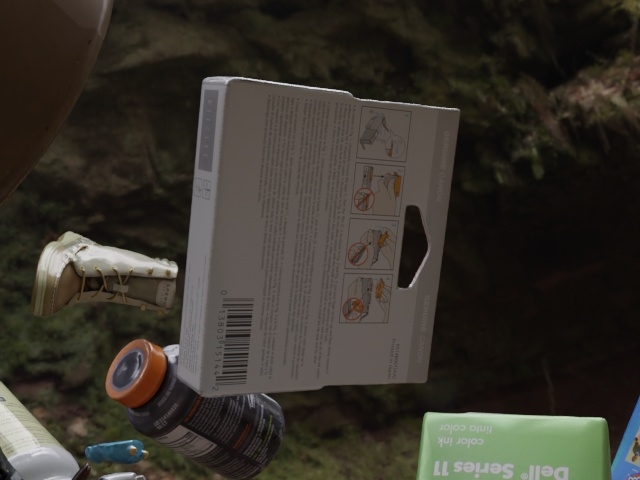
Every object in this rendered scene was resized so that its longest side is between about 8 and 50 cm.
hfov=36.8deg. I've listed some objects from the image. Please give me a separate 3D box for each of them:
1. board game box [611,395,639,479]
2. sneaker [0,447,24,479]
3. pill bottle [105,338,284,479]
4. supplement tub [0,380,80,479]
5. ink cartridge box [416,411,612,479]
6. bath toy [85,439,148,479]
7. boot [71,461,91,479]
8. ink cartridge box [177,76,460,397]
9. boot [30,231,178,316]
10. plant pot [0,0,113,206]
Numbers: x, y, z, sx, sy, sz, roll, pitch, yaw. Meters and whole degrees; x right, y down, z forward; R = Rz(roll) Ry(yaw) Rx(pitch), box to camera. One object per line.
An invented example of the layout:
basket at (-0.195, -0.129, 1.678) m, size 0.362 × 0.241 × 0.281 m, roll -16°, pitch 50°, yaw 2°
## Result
board game box at (0.469, 0.260, 1.231) m, size 0.047 × 0.210 × 0.160 m, roll 28°, pitch -5°, yaw -33°
sneaker at (-0.387, 0.325, 1.186) m, size 0.121 × 0.111 × 0.299 m, roll 14°, pitch -43°, yaw 22°
pill bottle at (-0.173, 0.225, 1.311) m, size 0.130 × 0.130 × 0.246 m, roll -26°, pitch -47°, yaw 30°
supplement tub at (-0.530, 0.373, 1.523) m, size 0.235 × 0.325 × 0.235 m, roll -38°, pitch -31°, yaw -28°
ink cartridge box at (0.110, 0.304, 0.562) m, size 0.119 × 0.353 × 0.207 m, roll -1°, pitch -39°, yaw 18°
bath toy at (-0.383, 0.544, 1.756) m, size 0.129 × 0.348 × 0.151 m, roll -8°, pitch -28°, yaw 8°
boot at (-0.301, 0.372, 1.315) m, size 0.106 × 0.114 × 0.037 m, roll -59°, pitch 6°, yaw 4°
ink cartridge box at (0.000, 0.000, 0.959) m, size 0.261 × 0.296 × 0.066 m, roll 2°, pitch 8°, yaw -30°
boot at (-0.264, 0.054, 1.204) m, size 0.165 × 0.077 × 0.213 m, roll 15°, pitch 14°, yaw -5°
plant pot at (-0.249, -0.114, 0.361) m, size 0.263 × 0.263 × 0.229 m, roll -22°, pitch -41°, yaw 18°
